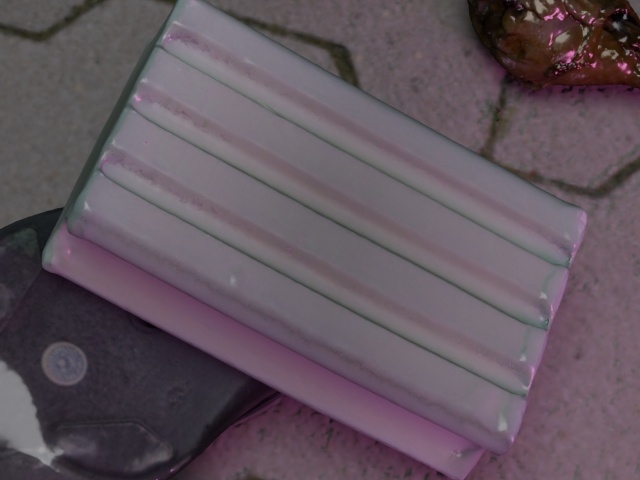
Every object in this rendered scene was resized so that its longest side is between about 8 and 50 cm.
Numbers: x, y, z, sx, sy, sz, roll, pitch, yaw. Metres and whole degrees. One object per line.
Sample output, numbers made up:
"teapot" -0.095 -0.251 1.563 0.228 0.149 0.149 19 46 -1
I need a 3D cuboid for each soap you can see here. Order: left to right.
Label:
"soap" 0.000 0.000 1.095 0.265 0.087 0.160 28 62 -11

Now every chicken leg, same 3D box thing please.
"chicken leg" 0.178 -0.120 1.234 0.198 0.069 0.085 26 45 3

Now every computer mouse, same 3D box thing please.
"computer mouse" -0.061 0.033 1.154 0.379 0.090 0.167 -25 82 -28
